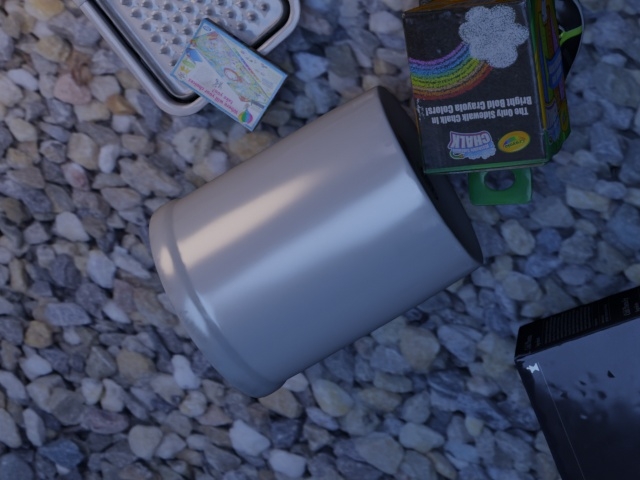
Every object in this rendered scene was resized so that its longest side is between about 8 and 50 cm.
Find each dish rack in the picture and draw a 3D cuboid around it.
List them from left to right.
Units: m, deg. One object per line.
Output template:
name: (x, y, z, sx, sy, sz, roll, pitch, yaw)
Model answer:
dish rack: (-0.213, -0.389, 1.932, 0.285, 0.072, 0.333, -38, 92, 15)

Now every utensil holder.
utensil holder: (0.000, 0.000, 1.843, 0.386, 0.327, 0.327, -29, 94, 13)

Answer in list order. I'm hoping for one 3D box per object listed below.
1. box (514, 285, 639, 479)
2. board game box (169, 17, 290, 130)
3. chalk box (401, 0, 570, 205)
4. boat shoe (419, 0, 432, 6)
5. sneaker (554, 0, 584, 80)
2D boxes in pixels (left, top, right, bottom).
box: (0.494, 0.251, 1.863, 0.313, 0.179, 0.343, -20, 96, 14)
board game box: (-0.137, -0.251, 1.898, 0.154, 0.026, 0.103, 35, 106, 2)
chalk box: (0.236, -0.193, 1.735, 0.180, 0.179, 0.288, -3, 107, 22)
boat shoe: (0.149, -0.402, 1.842, 0.092, 0.103, 0.285, -20, 103, 10)
sneaker: (0.328, -0.251, 1.836, 0.084, 0.097, 0.234, 15, 104, 8)
